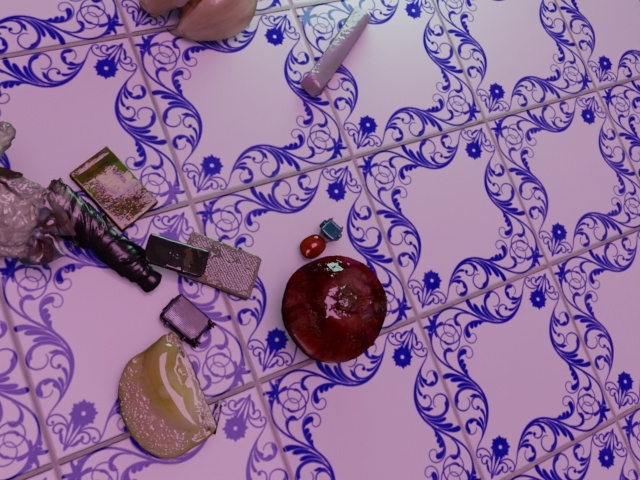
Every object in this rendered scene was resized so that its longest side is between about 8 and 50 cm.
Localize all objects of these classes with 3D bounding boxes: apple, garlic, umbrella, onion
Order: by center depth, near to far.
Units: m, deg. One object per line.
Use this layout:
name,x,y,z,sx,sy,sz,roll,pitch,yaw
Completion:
apple,-0.368,0.372,1.607,0.193,0.120,0.265,-25,81,-11
umbrella,-0.538,-0.002,1.675,0.357,0.106,0.113,42,75,-12
onion,0.036,0.169,1.734,0.276,0.276,0.276,5,73,-18
garlic,-0.329,-0.700,1.895,0.249,0.286,0.313,18,53,34

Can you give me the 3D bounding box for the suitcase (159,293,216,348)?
suitcase,-0.330,0.198,1.698,0.126,0.059,0.086,42,64,-4

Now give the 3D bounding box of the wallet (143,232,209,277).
wallet,-0.357,0.039,1.703,0.156,0.018,0.082,20,59,-20

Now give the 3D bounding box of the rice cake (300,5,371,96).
rice cake,0.054,-0.572,2.058,0.072,0.056,0.365,36,67,-9

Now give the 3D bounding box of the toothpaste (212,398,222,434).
toothpaste,-0.256,0.431,1.681,0.027,0.019,0.083,29,66,-36

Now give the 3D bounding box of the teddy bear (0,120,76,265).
teddy bear,-0.773,-0.131,1.556,0.362,0.375,0.327,21,109,-42

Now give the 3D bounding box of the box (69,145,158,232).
box,-0.523,-0.130,1.740,0.193,0.030,0.121,47,65,-1

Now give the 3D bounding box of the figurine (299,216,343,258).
figurine,0.000,0.000,1.865,0.068,0.075,0.140,46,63,-3

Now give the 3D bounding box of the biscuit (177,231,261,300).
biscuit,-0.258,0.065,1.773,0.199,0.040,0.121,21,67,-12
